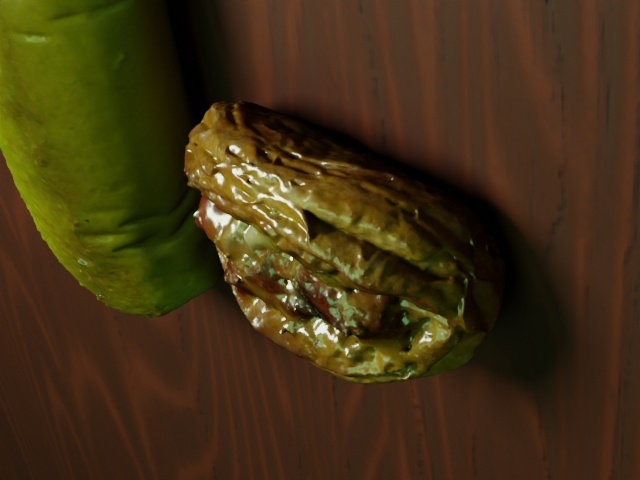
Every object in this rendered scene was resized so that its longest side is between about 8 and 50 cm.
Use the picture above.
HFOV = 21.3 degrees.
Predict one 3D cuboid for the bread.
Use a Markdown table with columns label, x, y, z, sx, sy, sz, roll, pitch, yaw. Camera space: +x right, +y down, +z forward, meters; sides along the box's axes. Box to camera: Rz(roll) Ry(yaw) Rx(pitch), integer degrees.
| label | x | y | z | sx | sy | sz | roll | pitch | yaw |
| --- | --- | --- | --- | --- | --- | --- | --- | --- | --- |
| bread | -0.165 | -0.098 | 1.119 | 0.166 | 0.112 | 0.384 | 31 | 148 | 31 |

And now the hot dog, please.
| label | x | y | z | sx | sy | sz | roll | pitch | yaw |
| --- | --- | --- | --- | --- | --- | --- | --- | --- | --- |
| hot dog | 0.001 | -0.003 | 1.014 | 0.227 | 0.099 | 0.161 | 29 | 146 | 40 |
